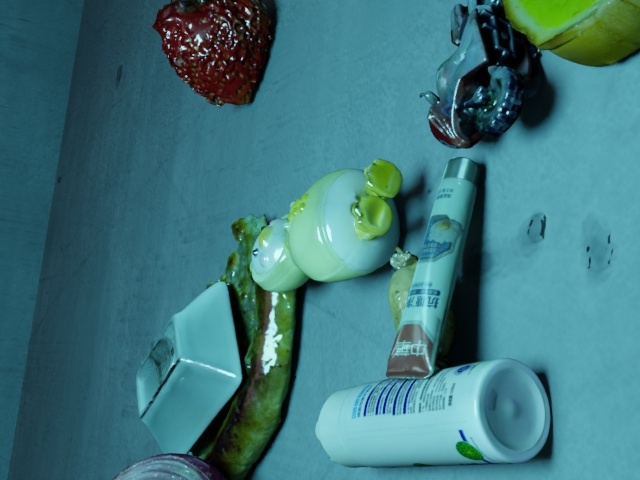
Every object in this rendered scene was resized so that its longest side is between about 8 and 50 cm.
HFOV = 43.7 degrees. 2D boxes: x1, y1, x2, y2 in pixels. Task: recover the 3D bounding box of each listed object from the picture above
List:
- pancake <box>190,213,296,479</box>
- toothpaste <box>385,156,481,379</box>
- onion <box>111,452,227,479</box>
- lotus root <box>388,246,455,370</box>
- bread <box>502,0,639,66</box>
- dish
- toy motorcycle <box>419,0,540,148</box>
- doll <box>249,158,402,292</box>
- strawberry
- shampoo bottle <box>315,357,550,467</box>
[{"bbox_3d":[-0.135,0.166,1.176,0.305,0.067,0.426,51,124,46],"label":"pancake"},{"bbox_3d":[0.116,0.026,0.792,0.062,0.039,0.239,-10,55,51],"label":"toothpaste"},{"bbox_3d":[-0.187,0.418,1.049,0.230,0.273,0.256,-119,42,-63],"label":"onion"},{"bbox_3d":[0.104,0.068,0.837,0.072,0.063,0.151,122,142,-47],"label":"lotus root"},{"bbox_3d":[0.243,-0.271,0.682,0.236,0.070,0.236,-175,90,-65],"label":"bread"},{"bbox_3d":[-0.208,0.193,1.172,0.243,0.080,0.181,-53,37,34],"label":"dish"},{"bbox_3d":[0.161,-0.177,0.815,0.122,0.082,0.213,-42,34,47],"label":"toy motorcycle"},{"bbox_3d":[-0.010,-0.005,0.971,0.296,0.117,0.141,-21,49,45],"label":"doll"},{"bbox_3d":[-0.170,-0.323,1.336,0.184,0.187,0.201,-10,99,38],"label":"strawberry"},{"bbox_3d":[0.085,0.182,0.799,0.303,0.092,0.092,-26,58,53],"label":"shampoo bottle"}]
